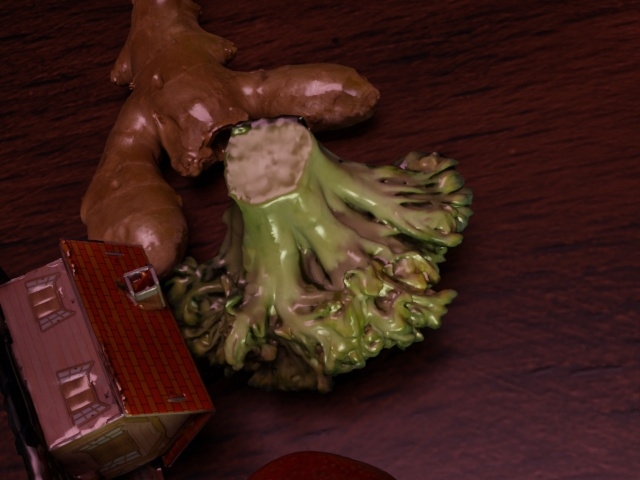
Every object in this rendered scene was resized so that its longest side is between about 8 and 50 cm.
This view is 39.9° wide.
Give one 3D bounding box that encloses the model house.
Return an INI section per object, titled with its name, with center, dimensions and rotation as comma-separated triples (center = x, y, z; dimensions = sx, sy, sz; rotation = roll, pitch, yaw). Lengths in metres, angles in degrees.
[model house]
center = -0.193, 0.124, 0.810
dimensions = 0.153, 0.207, 0.294
rotation = -24, 59, -9

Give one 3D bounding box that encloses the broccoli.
[broccoli]
center = 0.000, 0.000, 0.811
dimensions = 0.247, 0.246, 0.288
rotation = 14, 65, 25

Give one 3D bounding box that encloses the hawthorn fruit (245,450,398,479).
[hawthorn fruit]
center = -0.013, 0.258, 0.722
dimensions = 0.188, 0.169, 0.169
rotation = 2, 61, 11

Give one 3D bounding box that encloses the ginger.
[ginger]
center = -0.171, -0.144, 1.018
dimensions = 0.363, 0.122, 0.348
rotation = -45, 60, -8
